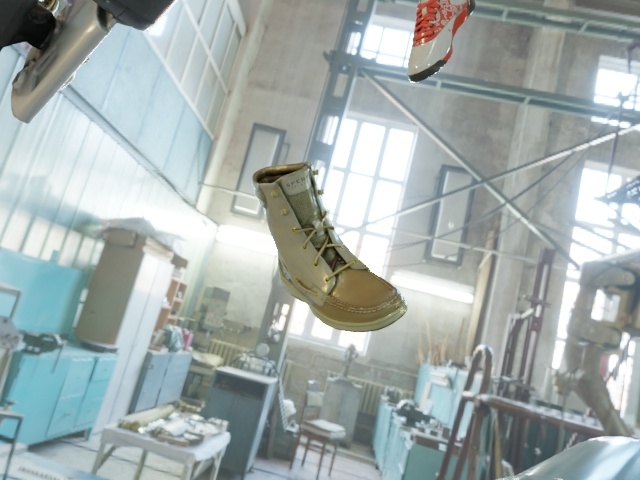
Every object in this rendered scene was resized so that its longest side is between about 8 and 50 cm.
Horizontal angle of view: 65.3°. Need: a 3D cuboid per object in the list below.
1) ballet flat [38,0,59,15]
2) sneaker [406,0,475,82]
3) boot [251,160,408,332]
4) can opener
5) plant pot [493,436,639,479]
[{"bbox_3d":[-0.302,-0.211,0.457,0.052,0.168,0.057,-35,-68,26],"label":"ballet flat"},{"bbox_3d":[0.208,-0.441,0.968,0.090,0.270,0.145,2,-37,47],"label":"sneaker"},{"bbox_3d":[0.000,0.000,0.554,0.077,0.165,0.213,-28,27,-26],"label":"boot"},{"bbox_3d":[-0.124,-0.173,0.281,0.283,0.076,0.095,-32,-35,28],"label":"can opener"},{"bbox_3d":[0.317,0.396,0.563,0.334,0.341,0.341,0,3,-45],"label":"plant pot"}]
